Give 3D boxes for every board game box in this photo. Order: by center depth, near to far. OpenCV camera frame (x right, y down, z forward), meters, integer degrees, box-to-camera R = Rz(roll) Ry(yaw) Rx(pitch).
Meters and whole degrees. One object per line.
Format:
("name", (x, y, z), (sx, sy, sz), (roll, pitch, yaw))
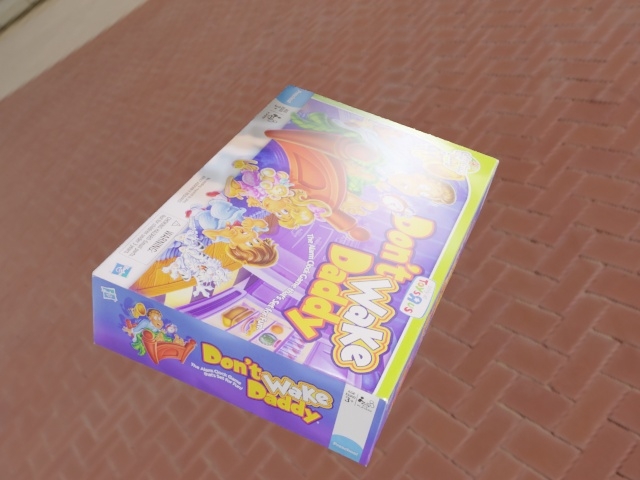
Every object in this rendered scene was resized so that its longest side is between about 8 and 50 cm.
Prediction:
("board game box", (0.000, 0.000, 0.695), (0.233, 0.078, 0.347), (22, 40, 11))
